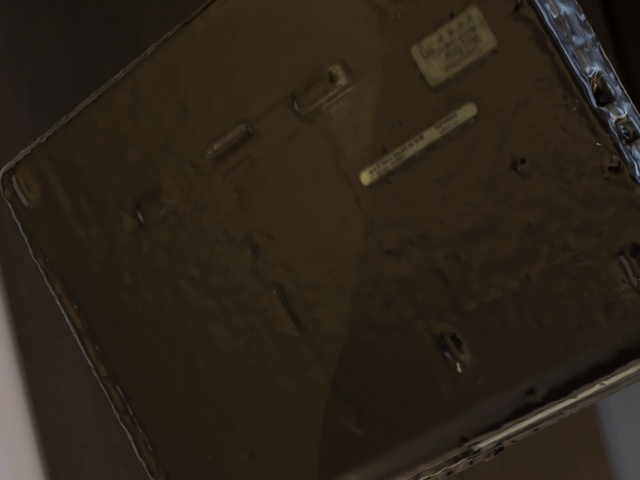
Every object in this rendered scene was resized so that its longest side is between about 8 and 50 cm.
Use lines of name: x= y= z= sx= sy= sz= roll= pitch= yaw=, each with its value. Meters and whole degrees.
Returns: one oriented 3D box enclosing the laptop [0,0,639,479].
laptop: x=0.000 y=0.000 z=0.485 sx=0.207 sy=0.154 sz=0.026 roll=-32 pitch=173 yaw=39
